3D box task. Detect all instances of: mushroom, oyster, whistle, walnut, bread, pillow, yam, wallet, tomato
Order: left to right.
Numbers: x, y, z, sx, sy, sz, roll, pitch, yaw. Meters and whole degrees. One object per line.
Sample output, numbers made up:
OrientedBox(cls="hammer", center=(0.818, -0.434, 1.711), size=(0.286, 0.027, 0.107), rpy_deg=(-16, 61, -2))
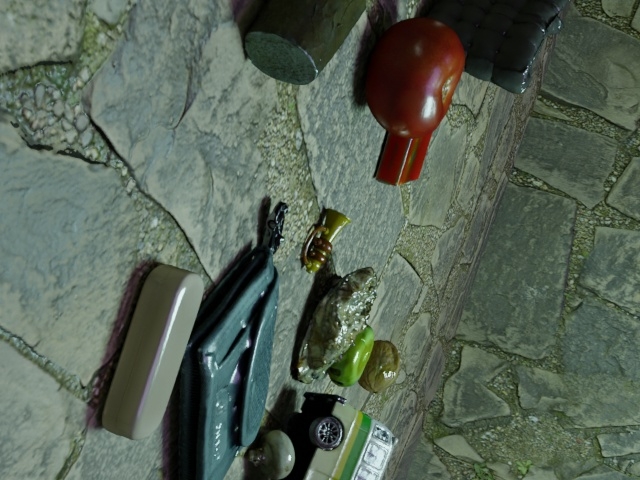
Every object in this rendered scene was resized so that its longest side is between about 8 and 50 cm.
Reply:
OrientedBox(cls="wallet", center=(-0.119, 0.201, 1.425), size=(0.237, 0.075, 0.342), rpy_deg=(-56, 158, -50))
OrientedBox(cls="mushroom", center=(-0.087, 0.357, 1.724), size=(0.079, 0.085, 0.085), rpy_deg=(-6, 120, -33))
OrientedBox(cls="whistle", center=(0.005, 0.001, 1.666), size=(0.109, 0.046, 0.057), rpy_deg=(-60, 176, -16))
OrientedBox(cls="yam", center=(0.004, -0.295, 1.228), size=(0.106, 0.106, 0.259), rpy_deg=(84, 30, -55))
OrientedBox(cls="oyster", center=(0.031, 0.149, 1.839), size=(0.198, 0.092, 0.259), rpy_deg=(-30, 139, -61))
OrientedBox(cls="bread", center=(0.056, 0.218, 2.021), size=(0.130, 0.071, 0.139), rpy_deg=(87, 26, -47))
OrientedBox(cls="walnut", center=(0.126, 0.273, 2.273), size=(0.105, 0.105, 0.124), rpy_deg=(72, 35, -64))
OrientedBox(cls="tomato", center=(0.146, -0.263, 1.665), size=(0.195, 0.136, 0.195), rpy_deg=(-57, 160, -34))
OrientedBox(cls="pillow", center=(0.322, -0.402, 1.924), size=(0.326, 0.228, 0.101), rpy_deg=(-55, 163, -48))

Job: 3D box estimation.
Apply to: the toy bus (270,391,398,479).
OrientedBox(cls="toy bus", center=(0.000, 0.435, 1.804), size=(0.143, 0.179, 0.305), rpy_deg=(-13, -130, 63))

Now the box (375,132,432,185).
OrientedBox(cls="box", center=(0.160, -0.166, 1.974), size=(0.175, 0.048, 0.112), rpy_deg=(-21, 129, -70))

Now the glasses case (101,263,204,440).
OrientedBox(cls="glasses case", center=(-0.185, 0.123, 1.149), size=(0.083, 0.050, 0.196), rpy_deg=(16, 92, -76))

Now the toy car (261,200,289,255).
OrientedBox(cls="toy car", center=(-0.065, -0.016, 1.435), size=(0.041, 0.025, 0.093), rpy_deg=(-54, 160, -50))
